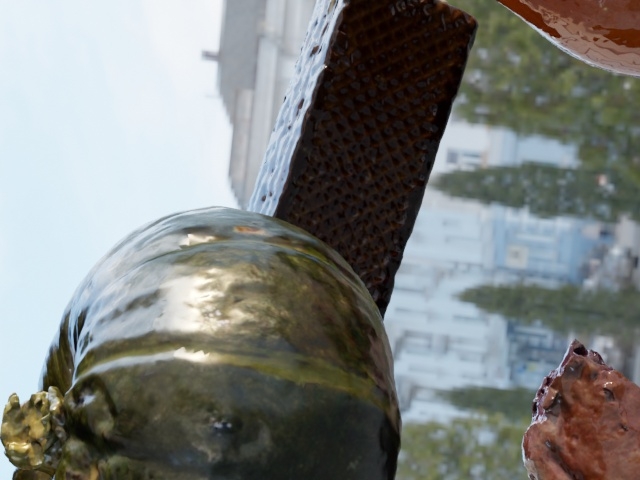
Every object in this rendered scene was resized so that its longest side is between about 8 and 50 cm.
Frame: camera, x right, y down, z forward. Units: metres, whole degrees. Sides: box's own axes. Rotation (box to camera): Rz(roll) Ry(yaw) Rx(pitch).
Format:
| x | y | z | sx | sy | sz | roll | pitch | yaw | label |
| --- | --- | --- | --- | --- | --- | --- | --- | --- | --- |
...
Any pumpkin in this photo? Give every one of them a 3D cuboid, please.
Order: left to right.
| x | y | z | sx | sy | sz | roll | pitch | yaw | label |
| --- | --- | --- | --- | --- | --- | --- | --- | --- | --- |
| -0.056 | 0.093 | 0.562 | 0.224 | 0.157 | 0.223 | -164 | 90 | -71 | pumpkin |

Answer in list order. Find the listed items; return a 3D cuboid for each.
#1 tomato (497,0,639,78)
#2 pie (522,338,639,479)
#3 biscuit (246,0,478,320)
| x | y | z | sx | sy | sz | roll | pitch | yaw | label |
| --- | --- | --- | --- | --- | --- | --- | --- | --- | --- |
| 0.180 | -0.205 | 0.808 | 0.180 | 0.260 | 0.260 | -55 | -5 | 15 | tomato |
| 0.219 | 0.109 | 0.703 | 0.218 | 0.204 | 0.054 | -48 | -23 | 10 | pie |
| 0.000 | 0.000 | 0.959 | 0.073 | 0.107 | 0.388 | 1 | 72 | 67 | biscuit |
